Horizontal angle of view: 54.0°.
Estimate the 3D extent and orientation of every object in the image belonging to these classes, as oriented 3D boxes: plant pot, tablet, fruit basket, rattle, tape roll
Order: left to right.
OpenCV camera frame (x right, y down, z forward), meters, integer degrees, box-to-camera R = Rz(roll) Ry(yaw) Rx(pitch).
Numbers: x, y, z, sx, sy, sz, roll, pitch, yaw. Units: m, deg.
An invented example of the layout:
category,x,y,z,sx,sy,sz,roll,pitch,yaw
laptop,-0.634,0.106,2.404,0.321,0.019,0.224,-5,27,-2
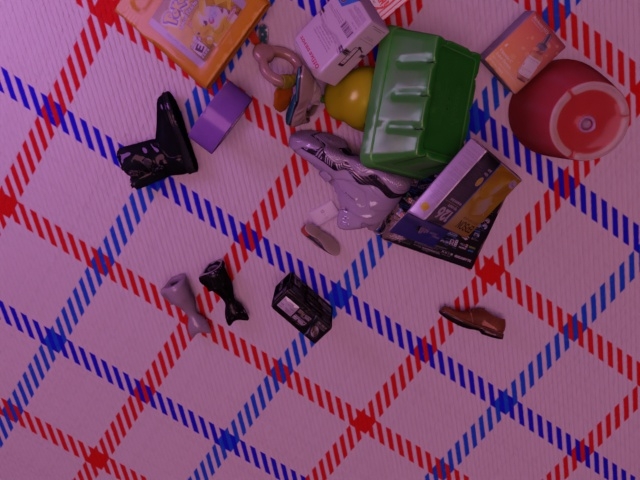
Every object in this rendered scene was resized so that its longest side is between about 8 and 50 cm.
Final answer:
category,x,y,z,sx,sy,sz,roll,pitch,yaw
tape roll,-0.269,-0.331,1.691,0.080,0.189,0.189,37,107,-10
rattle,-0.140,-0.476,1.720,0.199,0.143,0.130,40,74,4
tablet,0.011,-0.080,1.867,0.083,0.006,0.054,-29,106,11
fruit basket,0.195,-0.358,1.650,0.282,0.392,0.392,8,114,-36
plant pot,0.655,-0.326,1.632,0.274,0.243,0.275,1,110,2

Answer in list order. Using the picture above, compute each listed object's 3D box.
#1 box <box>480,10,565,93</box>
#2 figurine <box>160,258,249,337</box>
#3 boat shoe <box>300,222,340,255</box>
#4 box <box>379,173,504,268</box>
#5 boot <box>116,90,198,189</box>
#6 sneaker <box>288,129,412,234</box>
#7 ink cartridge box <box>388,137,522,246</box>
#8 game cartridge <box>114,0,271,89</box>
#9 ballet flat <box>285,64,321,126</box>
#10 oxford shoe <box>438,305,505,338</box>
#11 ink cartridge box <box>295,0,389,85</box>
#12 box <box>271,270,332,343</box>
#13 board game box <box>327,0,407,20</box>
category,x,y,z,sx,sy,sz,roll,pitch,yaw
box,0.528,-0.497,1.656,0.130,0.091,0.170,43,106,-12
figurine,-0.353,0.192,1.938,0.214,0.092,0.210,-20,112,10
boat shoe,0.000,0.000,1.877,0.137,0.049,0.043,38,149,-13
box,0.358,-0.097,1.814,0.295,0.073,0.294,18,108,-4
boot,-0.478,-0.276,1.767,0.207,0.094,0.247,-14,115,3
sneaker,0.057,-0.158,1.764,0.365,0.137,0.210,25,121,8
ink cartridge box,0.360,-0.095,1.639,0.307,0.303,0.072,-51,60,15
game cartridge,-0.337,-0.610,1.642,0.323,0.053,0.285,40,106,-3
ballet flat,-0.037,-0.379,1.660,0.086,0.248,0.086,3,72,-10
oxford shoe,0.470,0.237,1.941,0.212,0.076,0.076,19,79,-2
ink cartridge box,0.051,-0.519,1.589,0.203,0.085,0.148,-39,63,29
box,-0.053,0.200,1.894,0.180,0.147,0.077,42,106,-13
board game box,0.131,-0.641,1.642,0.193,0.045,0.147,-38,105,14
